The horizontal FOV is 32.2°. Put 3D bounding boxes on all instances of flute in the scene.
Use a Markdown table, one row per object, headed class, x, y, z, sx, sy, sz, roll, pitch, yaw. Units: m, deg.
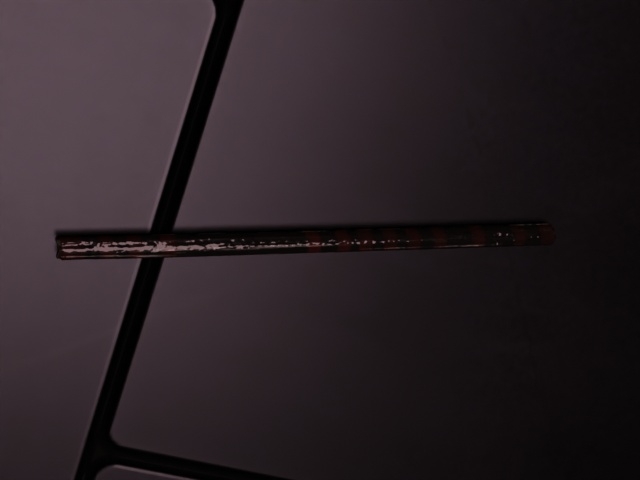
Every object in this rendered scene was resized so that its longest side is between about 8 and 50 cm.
| class | x | y | z | sx | sy | sz | roll | pitch | yaw |
| --- | --- | --- | --- | --- | --- | --- | --- | --- | --- |
| flute | 0.000 | 0.000 | 0.579 | 0.270 | 0.014 | 0.014 | -2 | 105 | -14 |
